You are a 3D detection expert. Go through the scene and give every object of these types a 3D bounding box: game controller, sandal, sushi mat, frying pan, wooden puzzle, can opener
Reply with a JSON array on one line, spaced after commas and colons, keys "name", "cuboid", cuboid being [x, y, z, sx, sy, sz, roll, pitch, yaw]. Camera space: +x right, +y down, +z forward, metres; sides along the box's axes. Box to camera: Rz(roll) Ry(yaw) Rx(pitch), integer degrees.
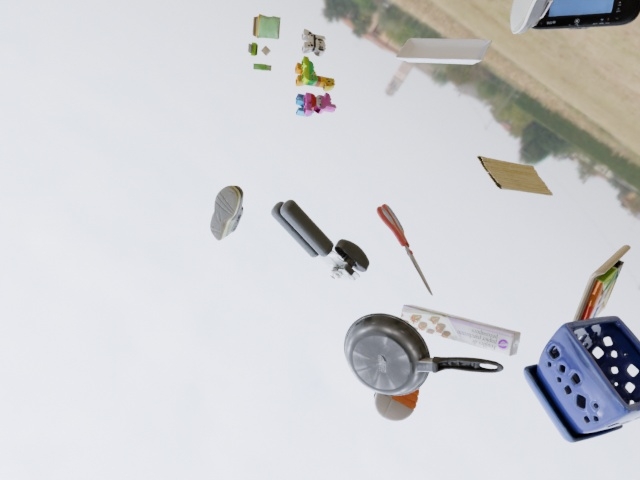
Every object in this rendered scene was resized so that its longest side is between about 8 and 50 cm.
[{"name": "game controller", "cuboid": [0.737, -0.676, 1.705, 0.319, 0.167, 0.067, 14, 176, 42]}, {"name": "sandal", "cuboid": [0.196, 0.354, 1.514, 0.102, 0.076, 0.265, 37, -138, 1]}, {"name": "sushi mat", "cuboid": [0.661, -0.217, 2.061, 0.316, 0.019, 0.151, 2, -129, -40]}, {"name": "frying pan", "cuboid": [0.193, 0.276, 1.287, 0.326, 0.197, 0.053, 25, -153, 17]}, {"name": "wooden puzzle", "cuboid": [0.736, 0.142, 1.614, 0.044, 0.239, 0.221, 33, -141, 30]}, {"name": "can opener", "cuboid": [0.000, 0.000, 1.431, 0.280, 0.093, 0.074, 42, 150, -28]}]

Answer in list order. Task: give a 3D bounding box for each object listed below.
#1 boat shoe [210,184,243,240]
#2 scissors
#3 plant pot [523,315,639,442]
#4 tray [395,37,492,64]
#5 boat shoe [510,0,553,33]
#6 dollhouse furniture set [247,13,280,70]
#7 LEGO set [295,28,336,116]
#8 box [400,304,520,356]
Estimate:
[{"name": "boat shoe", "cuboid": [-0.261, -0.087, 1.763, 0.073, 0.223, 0.080, -29, -110, -39]}, {"name": "scissors", "cuboid": [0.241, 0.020, 1.667, 0.297, 0.021, 0.109, 58, -160, 15]}, {"name": "plant pot", "cuboid": [0.641, 0.335, 1.436, 0.236, 0.212, 0.236, 0, -132, -33]}, {"name": "tray", "cuboid": [0.383, -0.585, 1.896, 0.270, 0.030, 0.145, 10, -137, 24]}, {"name": "boat shoe", "cuboid": [0.589, -0.651, 1.608, 0.095, 0.112, 0.335, -3, 168, 0]}, {"name": "dollhouse furniture set", "cuboid": [-0.158, -0.546, 1.678, 0.076, 0.152, 0.058, 9, -167, 11]}, {"name": "LEGO set", "cuboid": [-0.004, -0.360, 1.393, 0.093, 0.087, 0.227, 6, -115, -18]}, {"name": "box", "cuboid": [0.373, 0.240, 1.659, 0.324, 0.063, 0.067, 12, -176, 35]}]
